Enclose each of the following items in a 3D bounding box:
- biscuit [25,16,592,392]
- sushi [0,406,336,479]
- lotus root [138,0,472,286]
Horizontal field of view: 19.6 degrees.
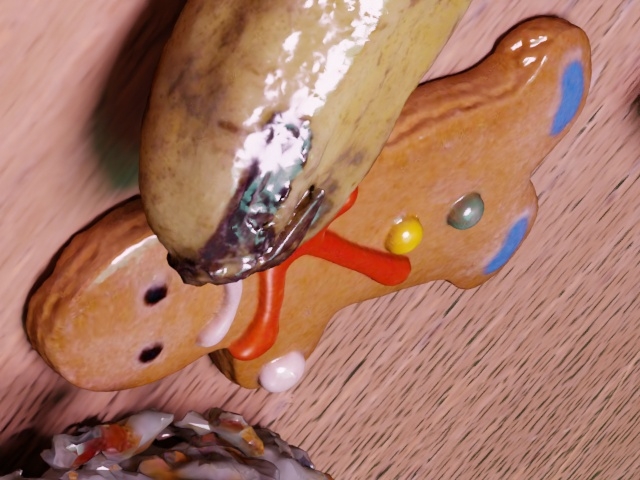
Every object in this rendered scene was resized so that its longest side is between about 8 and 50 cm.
[{"bbox_3d":[0.002,0.001,0.944,0.324,0.049,0.205,-16,140,-32],"label":"biscuit"},{"bbox_3d":[-0.139,0.249,0.964,0.417,0.176,0.417,-27,145,-21],"label":"sushi"},{"bbox_3d":[0.003,-0.096,0.786,0.258,0.097,0.110,-56,148,8],"label":"lotus root"}]
